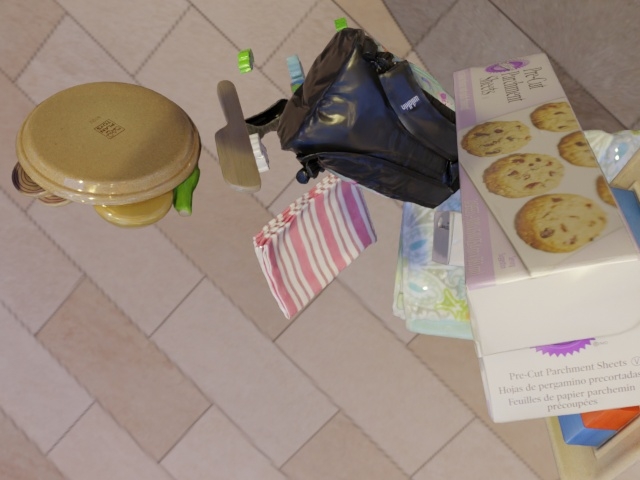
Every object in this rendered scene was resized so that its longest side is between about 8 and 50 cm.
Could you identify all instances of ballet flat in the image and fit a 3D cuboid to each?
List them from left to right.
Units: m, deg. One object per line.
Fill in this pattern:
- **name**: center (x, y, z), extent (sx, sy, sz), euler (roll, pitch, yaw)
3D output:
- **ballet flat**: center (-0.102, -0.189, 1.473), extent (0.057, 0.173, 0.049), euler (17, 116, 22)

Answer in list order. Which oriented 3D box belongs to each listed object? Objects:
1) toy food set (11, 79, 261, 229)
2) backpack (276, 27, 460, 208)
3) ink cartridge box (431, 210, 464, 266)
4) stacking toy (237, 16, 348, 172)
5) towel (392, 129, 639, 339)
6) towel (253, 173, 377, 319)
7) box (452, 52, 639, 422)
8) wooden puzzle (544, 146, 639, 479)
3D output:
- **toy food set**: center (-0.144, -0.059, 0.635), extent (0.192, 0.132, 0.038), euler (-3, 137, -13)
- **backpack**: center (0.066, -0.113, 0.892), extent (0.182, 0.115, 0.152), euler (24, 122, -26)
- **ink cartridge box**: center (0.209, 0.005, 1.059), extent (0.151, 0.109, 0.063), euler (6, 90, -3)
- **stacking toy**: center (-0.025, -0.205, 1.305), extent (0.167, 0.052, 0.221), euler (-14, 58, 7)
- **towel**: center (0.289, -0.006, 1.370), extent (0.375, 0.090, 0.320), euler (5, 94, 29)
- **towel**: center (0.000, 0.000, 1.289), extent (0.029, 0.197, 0.144), euler (23, 144, 43)
- **box**: center (0.104, -0.026, 0.473), extent (0.067, 0.324, 0.063), euler (-9, 112, 12)
- **wooden puzzle**: center (0.343, 0.082, 1.091), extent (0.081, 0.322, 0.348), euler (11, 140, -20)
